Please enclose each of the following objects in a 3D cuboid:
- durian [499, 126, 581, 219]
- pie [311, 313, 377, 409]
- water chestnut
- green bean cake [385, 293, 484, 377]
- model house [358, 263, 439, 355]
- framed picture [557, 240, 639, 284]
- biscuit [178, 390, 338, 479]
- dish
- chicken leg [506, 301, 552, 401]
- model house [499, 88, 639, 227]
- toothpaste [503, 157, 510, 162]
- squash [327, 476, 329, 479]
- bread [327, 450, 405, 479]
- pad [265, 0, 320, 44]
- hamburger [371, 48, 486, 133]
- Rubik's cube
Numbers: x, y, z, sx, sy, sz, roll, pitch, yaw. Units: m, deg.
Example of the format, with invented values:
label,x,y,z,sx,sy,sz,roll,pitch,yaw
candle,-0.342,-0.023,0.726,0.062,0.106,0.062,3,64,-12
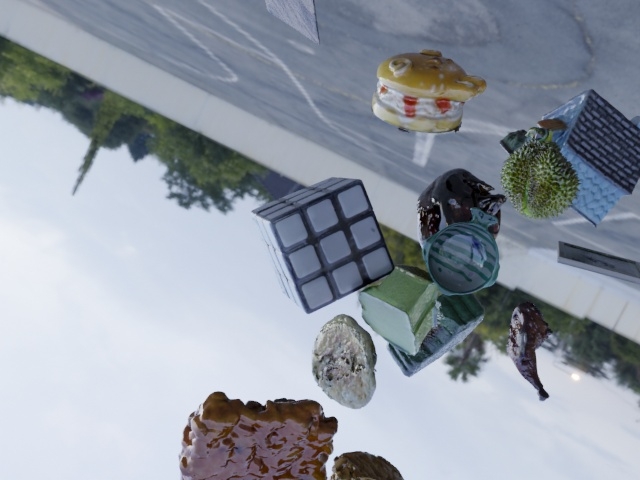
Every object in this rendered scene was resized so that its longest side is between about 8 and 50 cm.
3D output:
label,x,y,z,sx,sy,sz,roll,pitch,yaw
durian,0.481,-0.137,1.517,0.146,0.159,0.198,11,-126,-49
pie,0.085,0.432,2.423,0.077,0.339,0.339,-10,-151,-42
water chestnut,0.419,-0.074,2.062,0.289,0.289,0.244,28,147,17
green bean cake,0.410,0.320,2.476,0.169,0.300,0.308,54,151,19
model house,0.244,0.180,1.955,0.195,0.189,0.214,25,148,38
framed picture,0.744,0.059,1.817,0.232,0.024,0.315,16,-169,16
biscuit,-0.129,0.434,1.394,0.312,0.318,0.110,3,-149,-13
dish,0.385,0.029,1.863,0.224,0.246,0.078,25,-172,-6
chicken leg,0.440,0.231,1.447,0.093,0.205,0.053,6,172,7
model house,0.814,-0.303,2.136,0.360,0.339,0.297,32,-156,-21
toothpaste,0.578,-0.229,1.893,0.170,0.028,0.045,-9,172,-30
squash,-0.057,0.836,2.137,0.165,0.252,0.252,58,-175,-3
bread,0.122,0.682,1.924,0.260,0.160,0.147,17,-154,-22
pad,-0.095,-0.683,1.823,0.220,0.004,0.330,39,163,23
hamburger,0.297,-0.419,1.909,0.261,0.186,0.302,-21,-134,-37
Rubik's cube,0.000,0.000,2.044,0.301,0.303,0.305,68,166,-12
